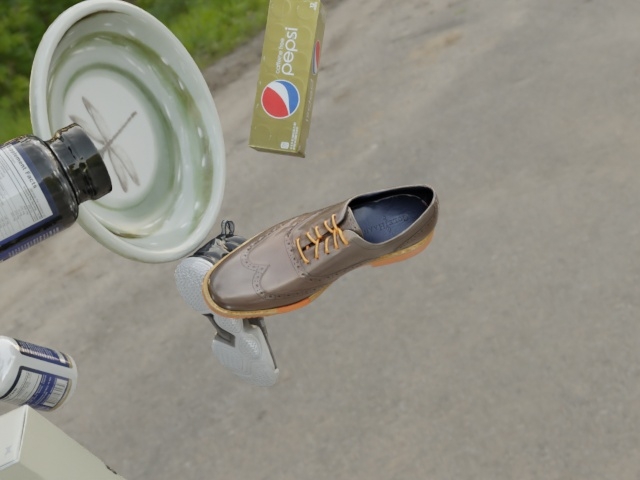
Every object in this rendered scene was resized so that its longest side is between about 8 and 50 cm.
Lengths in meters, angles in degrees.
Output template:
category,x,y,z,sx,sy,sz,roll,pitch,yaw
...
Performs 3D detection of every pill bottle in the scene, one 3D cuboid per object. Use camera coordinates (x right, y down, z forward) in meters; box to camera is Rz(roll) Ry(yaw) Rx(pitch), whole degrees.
category,x,y,z,sx,sy,sz,roll,pitch,yaw
pill bottle,-0.451,0.193,1.538,0.094,0.169,0.094,-16,62,33
pill bottle,-0.360,-0.047,1.210,0.219,0.122,0.123,-30,24,-21

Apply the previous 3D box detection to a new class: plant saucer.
category,x,y,z,sx,sy,sz,roll,pitch,yaw
plant saucer,-0.300,-0.155,1.563,0.101,0.400,0.400,-12,25,32

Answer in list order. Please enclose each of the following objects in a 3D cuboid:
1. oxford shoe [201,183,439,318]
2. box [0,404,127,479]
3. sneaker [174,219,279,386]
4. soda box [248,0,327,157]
category,x,y,z,sx,sy,sz,roll,pitch,yaw
oxford shoe,0.000,0.000,1.486,0.364,0.130,0.132,-24,-17,-13
box,-0.340,0.338,1.374,0.113,0.275,0.094,-25,39,17
sneaker,-0.113,0.096,1.629,0.101,0.268,0.153,-1,40,37
soda box,-0.038,-0.192,1.229,0.061,0.181,0.058,8,-1,10
